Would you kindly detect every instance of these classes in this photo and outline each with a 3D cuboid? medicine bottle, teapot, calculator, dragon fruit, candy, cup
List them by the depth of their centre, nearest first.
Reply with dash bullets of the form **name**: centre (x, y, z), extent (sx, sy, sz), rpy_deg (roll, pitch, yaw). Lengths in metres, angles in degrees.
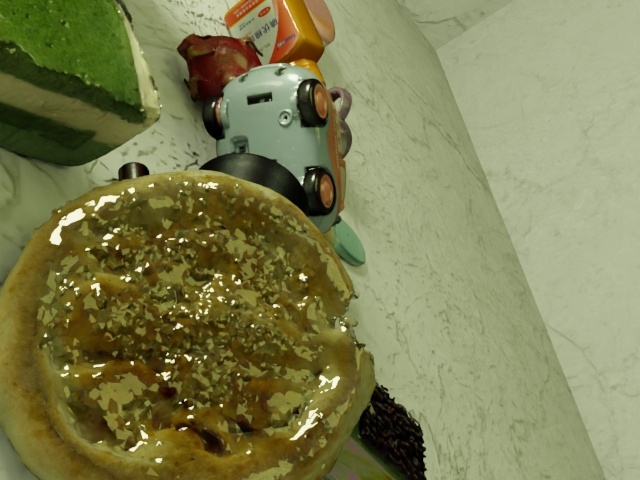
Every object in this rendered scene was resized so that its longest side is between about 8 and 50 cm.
- **cup**: centre (-0.145, 0.000, 0.895), extent (0.177, 0.239, 0.166), rpy_deg (-79, 176, -48)
- **dragon fruit**: centre (-0.154, -0.275, 1.144), extent (0.166, 0.133, 0.136), rpy_deg (43, 19, -13)
- **calculator**: centre (0.045, -0.004, 1.379), extent (0.153, 0.021, 0.095), rpy_deg (41, 30, -45)
- **medicine bottle**: centre (-0.078, -0.384, 1.389), extent (0.112, 0.149, 0.222), rpy_deg (-4, 68, -64)
- **teapot**: centre (-0.003, -0.239, 1.416), extent (0.146, 0.116, 0.148), rpy_deg (-108, -161, -53)
- **candy**: centre (-0.065, -0.574, 1.696), extent (0.255, 0.094, 0.255), rpy_deg (45, 28, -33)

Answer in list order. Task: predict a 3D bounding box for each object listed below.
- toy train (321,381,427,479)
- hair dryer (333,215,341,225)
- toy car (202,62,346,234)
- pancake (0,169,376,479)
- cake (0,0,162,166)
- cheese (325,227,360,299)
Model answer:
- **toy train**: centre (0.010, 0.247, 0.837), extent (0.261, 0.177, 0.134), rpy_deg (49, 26, -27)
- **hair dryer**: centre (0.015, -0.048, 1.227), extent (0.063, 0.037, 0.114), rpy_deg (66, 13, 15)
- **toy car**: centre (-0.048, -0.126, 1.072), extent (0.212, 0.180, 0.271), rpy_deg (-5, 91, -67)
- **pancake**: centre (-0.112, 0.084, 0.684), extent (0.382, 0.071, 0.382), rpy_deg (13, 56, -20)
- **cake**: centre (-0.295, -0.145, 0.682), extent (0.172, 0.158, 0.283), rpy_deg (59, 25, -8)
- **cheese**: centre (0.000, 0.000, 1.247), extent (0.251, 0.054, 0.127), rpy_deg (57, 23, -12)
